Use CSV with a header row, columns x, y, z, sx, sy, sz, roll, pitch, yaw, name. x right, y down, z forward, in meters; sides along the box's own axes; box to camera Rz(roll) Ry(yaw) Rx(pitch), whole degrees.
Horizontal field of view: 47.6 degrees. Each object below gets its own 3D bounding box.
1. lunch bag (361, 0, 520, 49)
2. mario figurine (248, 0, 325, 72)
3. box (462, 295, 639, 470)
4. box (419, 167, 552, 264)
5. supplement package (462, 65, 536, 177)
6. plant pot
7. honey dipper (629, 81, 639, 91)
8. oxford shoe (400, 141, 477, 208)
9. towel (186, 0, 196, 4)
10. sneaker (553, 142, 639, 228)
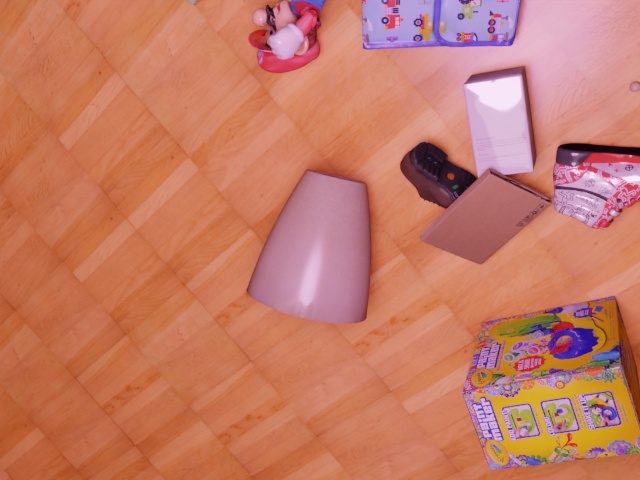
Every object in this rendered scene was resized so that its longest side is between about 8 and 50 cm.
x,y,z,sx,sy,sz,roll,pitch,yaw,name
0.226,-0.457,1.272,0.293,0.138,0.220,5,124,12,lunch bag
-0.053,-0.456,1.342,0.170,0.198,0.320,37,125,9,mario figurine
0.449,0.269,1.390,0.279,0.290,0.177,-16,104,24,box
0.315,-0.041,1.393,0.165,0.021,0.201,20,131,-28,box
0.335,-0.220,1.345,0.105,0.105,0.179,-5,110,22,supplement package
0.000,0.000,1.496,0.257,0.256,0.273,15,99,14,plant pot
0.625,-0.271,1.262,0.161,0.030,0.030,0,110,22,honey dipper
0.253,-0.101,1.448,0.227,0.082,0.096,42,150,-9,oxford shoe
-0.277,-0.575,1.481,0.113,0.023,0.152,31,120,9,towel
0.562,-0.092,1.323,0.270,0.090,0.144,8,114,21,sneaker
